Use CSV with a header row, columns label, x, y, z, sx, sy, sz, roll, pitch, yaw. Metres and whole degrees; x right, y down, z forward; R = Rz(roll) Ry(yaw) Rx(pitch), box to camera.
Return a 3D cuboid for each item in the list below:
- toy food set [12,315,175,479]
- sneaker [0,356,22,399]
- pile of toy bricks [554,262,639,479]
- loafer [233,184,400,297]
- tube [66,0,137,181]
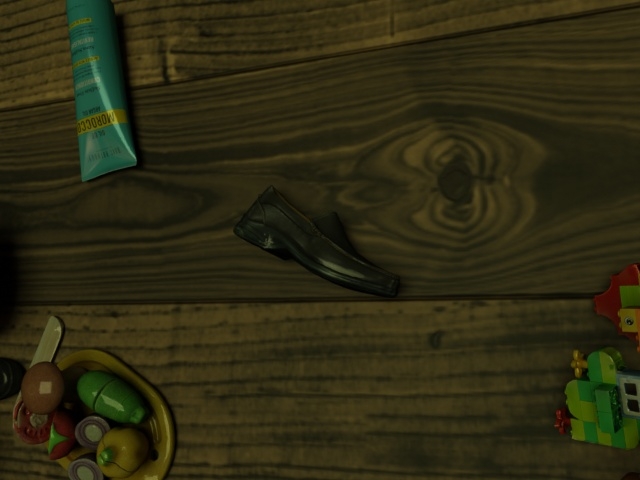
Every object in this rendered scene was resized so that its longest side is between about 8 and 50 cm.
label,x,y,z,sx,sy,sz,roll,pitch,yaw
toy food set,-0.253,0.179,0.523,0.218,0.071,0.128,28,91,21
sneaker,-0.431,0.154,0.577,0.170,0.089,0.051,1,82,19
pile of toy bricks,0.221,0.125,0.368,0.105,0.118,0.212,-8,87,50
loafer,0.000,0.000,0.476,0.170,0.062,0.061,25,85,19
tube,-0.256,-0.177,0.599,0.080,0.052,0.207,-12,84,26
